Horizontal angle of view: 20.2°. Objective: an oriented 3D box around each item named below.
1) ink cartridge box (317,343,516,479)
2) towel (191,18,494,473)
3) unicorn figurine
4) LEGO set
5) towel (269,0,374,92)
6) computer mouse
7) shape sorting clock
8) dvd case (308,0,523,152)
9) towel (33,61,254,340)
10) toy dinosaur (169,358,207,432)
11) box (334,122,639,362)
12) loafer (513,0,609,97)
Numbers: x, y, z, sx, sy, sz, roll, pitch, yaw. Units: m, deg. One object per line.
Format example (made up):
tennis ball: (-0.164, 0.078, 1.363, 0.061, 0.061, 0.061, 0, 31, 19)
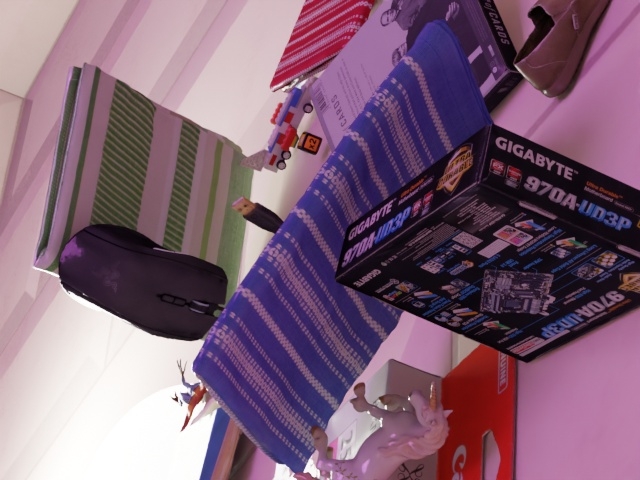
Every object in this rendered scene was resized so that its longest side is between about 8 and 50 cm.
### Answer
ink cartridge box: (0.068, 0.215, 1.436, 0.239, 0.060, 0.275, -50, 26, 47)
towel: (0.036, 0.012, 1.429, 0.336, 0.040, 0.243, -55, -28, -13)
unicorn figurine: (0.048, 0.158, 1.422, 0.162, 0.060, 0.111, -61, 34, 13)
LEGO set: (-0.019, -0.188, 2.123, 0.182, 0.060, 0.244, -45, 28, 55)
towel: (0.039, -0.304, 2.061, 0.199, 0.031, 0.275, -22, 42, 61)
computer mouse: (-0.134, 0.029, 1.917, 0.184, 0.262, 0.060, -60, 26, 5)
shape sorting clock: (-0.132, 0.261, 1.974, 0.206, 0.040, 0.206, -160, 90, -74)
dvd case: (0.085, -0.150, 1.707, 0.238, 0.030, 0.179, -47, 49, 38)
towel: (-0.192, -0.036, 2.038, 0.038, 0.325, 0.247, -2, 72, 33)
toy dinosaur: (-0.140, 0.179, 2.126, 0.082, 0.047, 0.090, -10, 93, 59)
box: (0.135, 0.009, 1.285, 0.220, 0.175, 0.051, -38, 34, 58)
loafer: (0.205, -0.194, 1.505, 0.148, 0.050, 0.056, -70, 18, -4)
